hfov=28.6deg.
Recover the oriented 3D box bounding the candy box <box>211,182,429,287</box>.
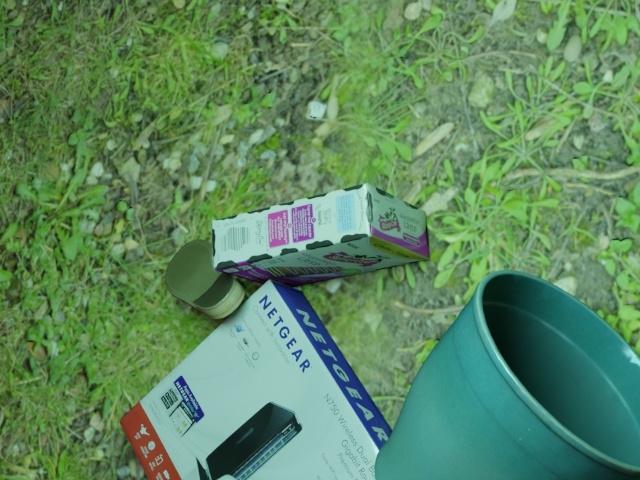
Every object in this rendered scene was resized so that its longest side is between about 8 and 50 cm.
[{"bbox_3d":[0.000,0.000,1.601,0.233,0.159,0.071,-13,72,30],"label":"candy box"}]

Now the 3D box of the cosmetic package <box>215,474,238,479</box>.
[{"bbox_3d":[-0.128,0.531,1.375,0.329,0.327,0.393,33,101,15],"label":"cosmetic package"}]

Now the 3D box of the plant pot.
[{"bbox_3d":[0.200,0.215,1.368,0.255,0.272,0.271,-50,56,28],"label":"plant pot"}]

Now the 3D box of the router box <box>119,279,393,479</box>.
[{"bbox_3d":[-0.071,0.273,1.619,0.301,0.082,0.335,-44,59,15],"label":"router box"}]

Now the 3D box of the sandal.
[{"bbox_3d":[-0.144,0.073,1.719,0.088,0.079,0.240,-44,25,-5],"label":"sandal"}]
